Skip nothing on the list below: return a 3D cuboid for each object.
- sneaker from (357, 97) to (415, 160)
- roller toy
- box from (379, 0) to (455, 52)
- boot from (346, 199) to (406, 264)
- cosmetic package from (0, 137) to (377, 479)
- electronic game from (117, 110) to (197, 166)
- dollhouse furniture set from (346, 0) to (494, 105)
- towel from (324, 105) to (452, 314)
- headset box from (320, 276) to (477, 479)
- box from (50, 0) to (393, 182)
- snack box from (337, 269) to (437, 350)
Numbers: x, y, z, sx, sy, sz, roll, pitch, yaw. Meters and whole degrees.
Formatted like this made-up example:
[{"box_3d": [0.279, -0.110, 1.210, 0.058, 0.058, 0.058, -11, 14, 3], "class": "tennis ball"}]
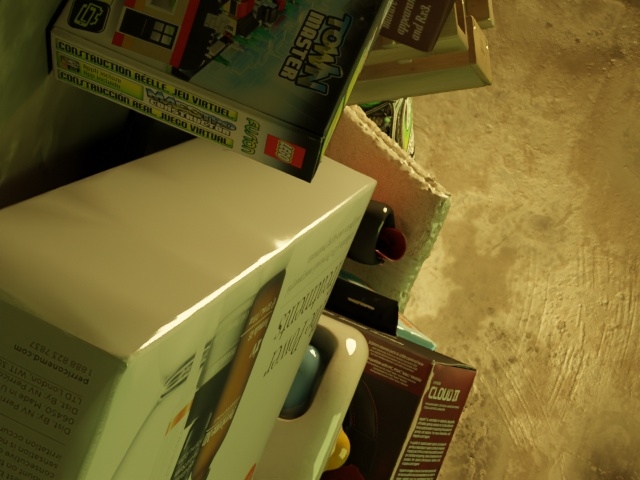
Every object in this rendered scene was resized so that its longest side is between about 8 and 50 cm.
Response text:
[{"box_3d": [0.051, -0.142, 1.650, 0.146, 0.134, 0.343, 77, 11, -67], "class": "sneaker"}, {"box_3d": [-0.047, 0.143, 1.064, 0.191, 0.146, 0.209, -27, 139, -84], "class": "roller toy"}, {"box_3d": [0.096, -0.340, 0.928, 0.191, 0.143, 0.381, 109, 6, -61], "class": "box"}, {"box_3d": [0.000, 0.000, 1.475, 0.244, 0.176, 0.088, 108, 5, -71], "class": "boot"}, {"box_3d": [-0.103, 0.107, 0.654, 0.284, 0.097, 0.377, -66, 171, 17], "class": "cosmetic package"}, {"box_3d": [-0.061, -0.083, 0.819, 0.229, 0.048, 0.229, -62, 169, -21], "class": "electronic game"}, {"box_3d": [0.047, -0.317, 1.270, 0.303, 0.174, 0.355, 14, 69, -75], "class": "dollhouse furniture set"}, {"box_3d": [0.034, -0.042, 1.543, 0.282, 0.049, 0.187, 47, -56, 45], "class": "towel"}, {"box_3d": [-0.009, 0.179, 1.220, 0.110, 0.218, 0.293, 18, 93, -62], "class": "headset box"}, {"box_3d": [-0.016, -0.135, 0.569, 0.036, 0.114, 0.207, 108, 5, -64], "class": "box"}, {"box_3d": [-0.019, 0.199, 1.372, 0.322, 0.060, 0.187, -60, -154, 6], "class": "snack box"}]
